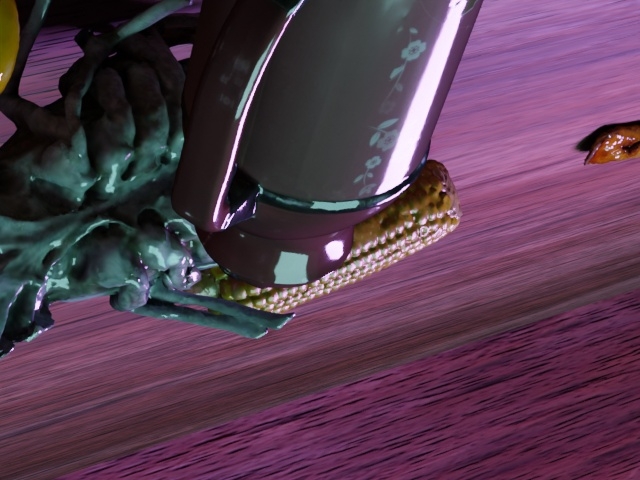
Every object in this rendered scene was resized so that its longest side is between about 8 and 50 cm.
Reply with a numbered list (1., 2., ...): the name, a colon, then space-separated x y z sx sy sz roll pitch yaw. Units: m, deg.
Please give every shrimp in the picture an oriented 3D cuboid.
1. shrimp: -0.103 -0.026 0.893 0.166 0.221 0.410 -2 -156 46

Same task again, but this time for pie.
1. pie: 0.331 -0.100 1.860 0.191 0.033 0.088 -13 170 -40

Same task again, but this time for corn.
1. corn: 0.000 0.000 1.547 0.262 0.097 0.097 -21 170 -17

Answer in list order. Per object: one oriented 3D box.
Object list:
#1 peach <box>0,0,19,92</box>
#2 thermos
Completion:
1. peach: -0.209 -0.076 0.730 0.179 0.103 0.179 -21 172 -3
2. thermos: 0.007 -0.086 0.710 0.109 0.136 0.330 9 139 -8
